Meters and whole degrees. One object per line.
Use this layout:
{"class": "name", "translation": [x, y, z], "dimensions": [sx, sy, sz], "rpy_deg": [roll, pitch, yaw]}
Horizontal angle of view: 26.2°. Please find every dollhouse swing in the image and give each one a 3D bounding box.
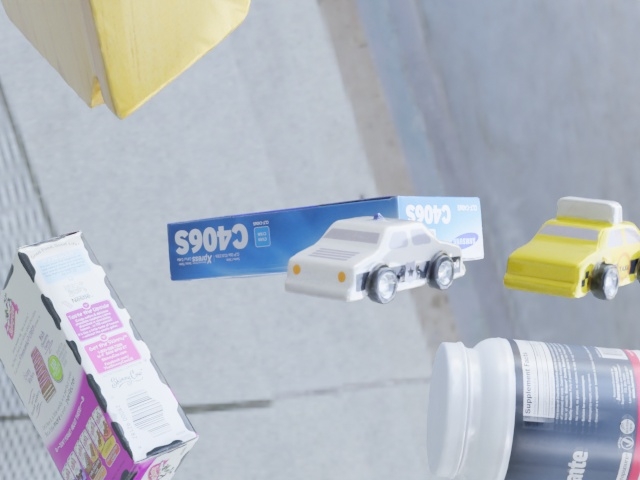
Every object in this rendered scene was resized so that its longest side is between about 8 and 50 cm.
{"class": "dollhouse swing", "translation": [-0.102, -0.322, 1.040], "dimensions": [0.305, 0.347, 0.315], "rpy_deg": [-22, 125, -20]}

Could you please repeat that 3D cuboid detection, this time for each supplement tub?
{"class": "supplement tub", "translation": [0.280, 0.222, 1.723], "dimensions": [0.272, 0.191, 0.191], "rpy_deg": [5, 78, -3]}

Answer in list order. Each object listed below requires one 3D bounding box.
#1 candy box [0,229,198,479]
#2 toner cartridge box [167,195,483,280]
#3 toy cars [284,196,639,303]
{"class": "candy box", "translation": [-0.217, 0.131, 1.275], "dimensions": [0.071, 0.159, 0.233], "rpy_deg": [-19, 67, -35]}
{"class": "toner cartridge box", "translation": [0.000, 0.000, 1.612], "dimensions": [0.165, 0.347, 0.075], "rpy_deg": [-3, 88, -50]}
{"class": "toy cars", "translation": [0.157, 0.004, 1.320], "dimensions": [0.393, 0.176, 0.087], "rpy_deg": [-1, 98, -9]}
